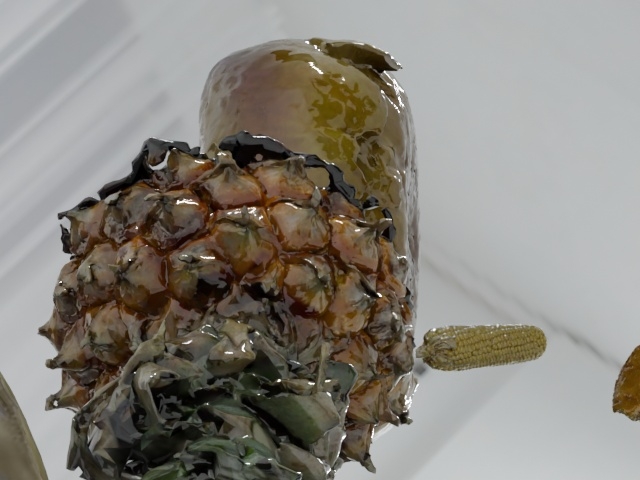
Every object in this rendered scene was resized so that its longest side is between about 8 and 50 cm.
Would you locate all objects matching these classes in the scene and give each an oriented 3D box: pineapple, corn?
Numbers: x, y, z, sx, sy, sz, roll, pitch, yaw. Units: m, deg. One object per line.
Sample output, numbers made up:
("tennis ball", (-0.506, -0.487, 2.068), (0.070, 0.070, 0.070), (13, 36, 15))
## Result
("pineapple", (-0.061, 0.097, 1.122), (0.262, 0.262, 0.272), (50, 14, -15))
("corn", (0.093, 0.062, 1.142), (0.028, 0.083, 0.027), (178, -92, -68))

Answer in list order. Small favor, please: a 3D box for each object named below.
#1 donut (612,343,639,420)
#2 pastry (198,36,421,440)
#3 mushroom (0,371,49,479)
("donut", (0.289, 0.123, 1.576), (0.043, 0.097, 0.108), (27, 17, -40))
("pastry", (0.000, 0.000, 1.516), (0.356, 0.164, 0.356), (-6, 90, -86))
("mushroom", (-0.207, 0.057, 0.602), (0.254, 0.195, 0.189), (57, -12, -16))
